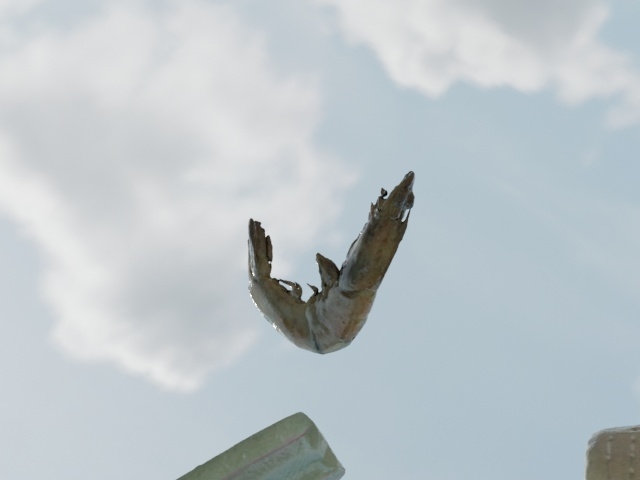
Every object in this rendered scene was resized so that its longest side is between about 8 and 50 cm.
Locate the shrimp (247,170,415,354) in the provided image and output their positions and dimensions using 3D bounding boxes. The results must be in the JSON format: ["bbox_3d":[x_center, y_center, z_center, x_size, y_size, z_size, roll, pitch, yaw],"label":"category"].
[{"bbox_3d":[0.002,0.000,1.742,0.148,0.195,0.035,34,-166,28],"label":"shrimp"}]

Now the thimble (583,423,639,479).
[{"bbox_3d":[0.236,0.183,1.374,0.090,0.102,0.115,-8,-176,17],"label":"thimble"}]

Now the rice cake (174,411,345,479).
[{"bbox_3d":[-0.090,0.223,1.618,0.222,0.080,0.042,-29,-134,2],"label":"rice cake"}]
